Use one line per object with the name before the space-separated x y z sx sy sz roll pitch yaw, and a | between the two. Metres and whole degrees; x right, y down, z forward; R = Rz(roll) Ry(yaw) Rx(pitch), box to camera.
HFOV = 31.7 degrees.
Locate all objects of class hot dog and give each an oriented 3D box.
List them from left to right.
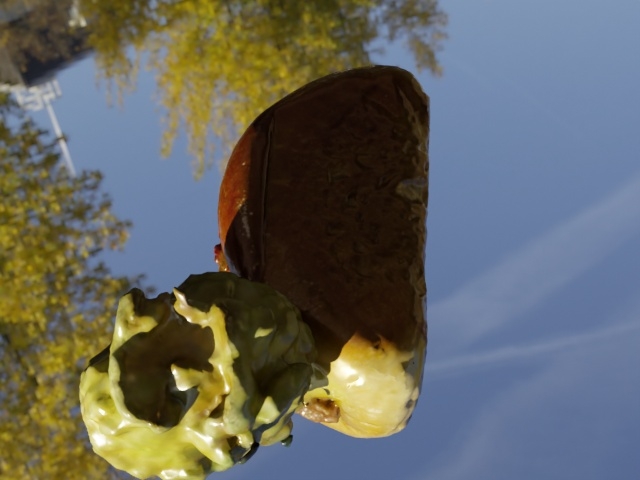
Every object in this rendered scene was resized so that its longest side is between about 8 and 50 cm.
hot dog | 0.000 0.001 1.188 0.223 0.185 0.405 5 -122 -3

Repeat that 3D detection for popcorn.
popcorn | -0.104 0.124 0.992 0.218 0.169 0.189 -30 166 -14
